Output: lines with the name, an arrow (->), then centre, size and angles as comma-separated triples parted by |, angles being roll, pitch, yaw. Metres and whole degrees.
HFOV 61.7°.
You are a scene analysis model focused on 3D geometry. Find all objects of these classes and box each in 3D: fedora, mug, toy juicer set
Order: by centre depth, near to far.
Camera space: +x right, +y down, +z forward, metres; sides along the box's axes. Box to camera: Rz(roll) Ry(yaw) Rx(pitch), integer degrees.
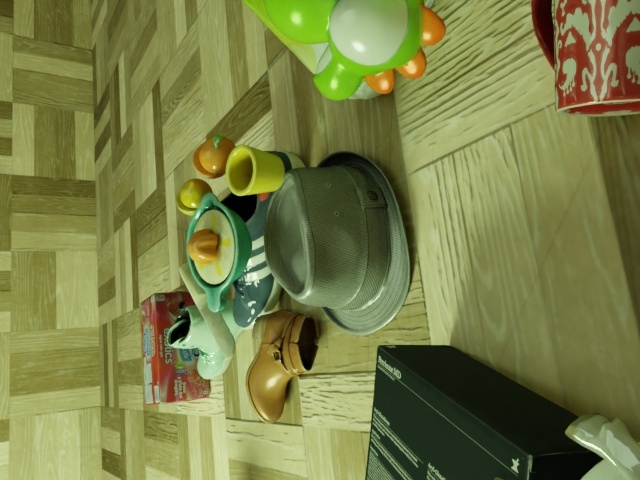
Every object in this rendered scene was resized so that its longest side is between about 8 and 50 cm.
mug -> 0.244, -0.191, 0.444 | 0.113, 0.150, 0.169 | 0, 94, 12
fedora -> 0.000, 0.000, 0.765 | 0.244, 0.124, 0.275 | -37, 59, 51
toy juicer set -> -0.179, -0.005, 0.819 | 0.209, 0.089, 0.329 | 32, 113, 40

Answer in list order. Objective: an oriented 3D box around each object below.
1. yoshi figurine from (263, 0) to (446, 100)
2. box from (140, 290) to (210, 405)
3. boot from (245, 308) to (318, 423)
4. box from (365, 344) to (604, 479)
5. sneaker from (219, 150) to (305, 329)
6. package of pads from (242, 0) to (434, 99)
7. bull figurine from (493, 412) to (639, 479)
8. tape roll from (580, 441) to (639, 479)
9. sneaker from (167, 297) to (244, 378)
yoshi figurine -> 0.047, -0.296, 0.507 | 0.362, 0.203, 0.203 | -52, 56, 51
box -> -0.353, 0.259, 1.292 | 0.128, 0.122, 0.257 | -28, 66, 53
boot -> -0.060, 0.215, 0.899 | 0.152, 0.073, 0.197 | -11, 82, 52
box -> 0.140, 0.224, 0.511 | 0.261, 0.103, 0.184 | -159, 71, -71
sneaker -> -0.141, 0.003, 0.958 | 0.131, 0.148, 0.350 | 39, 121, 50
package of pads -> 0.013, -0.358, 0.716 | 0.296, 0.101, 0.229 | 49, 131, 23
bull figurine -> 0.121, 0.246, 0.285 | 0.188, 0.101, 0.310 | 60, 137, 42
tape roll -> 0.280, 0.217, 0.290 | 0.246, 0.169, 0.246 | -3, 86, 56
sneaker -> -0.258, 0.211, 1.125 | 0.094, 0.151, 0.256 | 61, 137, 35
